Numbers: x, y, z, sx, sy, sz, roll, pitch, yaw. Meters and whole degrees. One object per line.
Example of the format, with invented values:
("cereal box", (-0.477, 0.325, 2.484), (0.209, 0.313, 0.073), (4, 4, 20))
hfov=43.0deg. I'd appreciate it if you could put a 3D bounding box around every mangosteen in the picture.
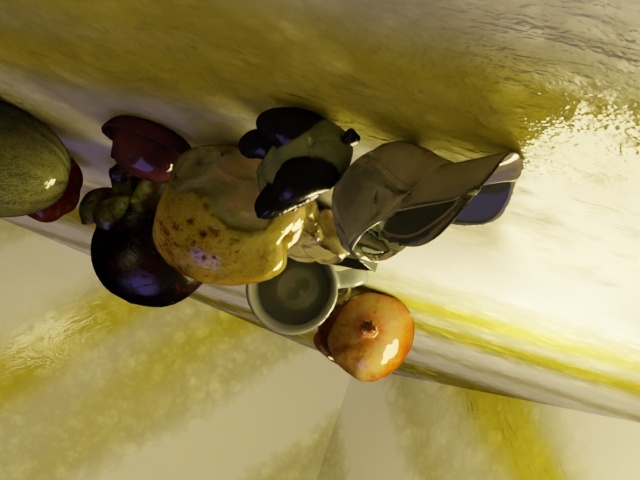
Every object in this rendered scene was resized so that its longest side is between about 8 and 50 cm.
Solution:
("mangosteen", (-0.393, 0.001, 1.874), (0.330, 0.330, 0.330), (18, 167, 4))

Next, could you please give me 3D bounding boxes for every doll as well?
("doll", (-0.041, -0.112, 1.234), (0.135, 0.143, 0.234), (-6, 169, -27))

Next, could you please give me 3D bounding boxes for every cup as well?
("cup", (-0.027, 0.110, 2.085), (0.301, 0.227, 0.257), (-11, 178, 2))

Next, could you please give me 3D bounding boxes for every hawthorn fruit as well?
("hawthorn fruit", (-0.675, -0.146, 1.949), (0.185, 0.185, 0.202), (11, 150, 31))

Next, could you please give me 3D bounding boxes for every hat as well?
("hat", (0.142, -0.070, 1.130), (0.275, 0.161, 0.232), (-18, -178, 36))
("hat", (-0.334, -0.164, 1.558), (0.205, 0.089, 0.205), (19, 168, 4))

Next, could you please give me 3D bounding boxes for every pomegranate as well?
("pomegranate", (0.142, 0.265, 2.279), (0.229, 0.252, 0.270), (35, 177, 10))

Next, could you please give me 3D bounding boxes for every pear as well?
("pear", (-0.161, -0.042, 1.448), (0.271, 0.271, 0.271), (18, 167, 4))

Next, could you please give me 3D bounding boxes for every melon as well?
("melon", (-0.692, -0.171, 1.704), (0.329, 0.248, 0.248), (13, 169, -17))

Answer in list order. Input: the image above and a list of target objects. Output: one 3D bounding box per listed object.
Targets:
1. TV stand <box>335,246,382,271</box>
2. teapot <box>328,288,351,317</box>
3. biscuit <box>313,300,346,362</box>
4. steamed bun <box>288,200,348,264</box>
("TV stand", (0.000, 0.000, 1.768), (0.270, 0.082, 0.088), (9, 162, 35))
("teapot", (0.008, 0.150, 2.277), (0.166, 0.130, 0.119), (-13, 125, 12))
("biscuit", (0.017, 0.260, 2.457), (0.262, 0.277, 0.052), (21, 128, -34))
("steamed bun", (-0.037, -0.031, 1.649), (0.177, 0.106, 0.192), (32, 154, -31))
